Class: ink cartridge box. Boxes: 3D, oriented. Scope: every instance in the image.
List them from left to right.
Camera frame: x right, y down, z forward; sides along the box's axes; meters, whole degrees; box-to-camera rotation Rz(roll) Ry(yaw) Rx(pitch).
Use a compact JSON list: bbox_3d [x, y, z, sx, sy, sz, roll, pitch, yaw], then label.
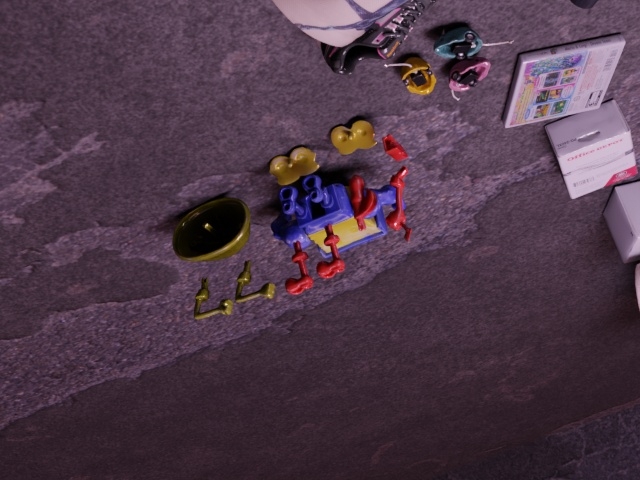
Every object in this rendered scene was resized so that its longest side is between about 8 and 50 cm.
[{"bbox_3d":[0.406,-0.135,1.624,0.109,0.063,0.150,-21,152,11],"label":"ink cartridge box"}]

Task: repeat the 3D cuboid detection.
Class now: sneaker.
[{"bbox_3d":[0.078,-0.244,1.227,0.178,0.077,0.072,-30,151,25],"label":"sneaker"}]

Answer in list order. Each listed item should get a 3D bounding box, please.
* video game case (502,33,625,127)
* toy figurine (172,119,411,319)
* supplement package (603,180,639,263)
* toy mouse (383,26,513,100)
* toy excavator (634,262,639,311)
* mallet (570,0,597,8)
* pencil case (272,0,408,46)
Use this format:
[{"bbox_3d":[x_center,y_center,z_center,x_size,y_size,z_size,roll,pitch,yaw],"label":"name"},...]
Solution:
[{"bbox_3d":[0.328,-0.215,1.480,0.143,0.019,0.157,-12,154,-6],"label":"video game case"},{"bbox_3d":[0.000,0.000,1.545,0.362,0.191,0.217,-25,157,20],"label":"toy figurine"},{"bbox_3d":[0.591,-0.046,1.846,0.179,0.105,0.105,-13,155,-5],"label":"supplement package"},{"bbox_3d":[0.171,-0.228,1.355,0.143,0.031,0.161,-26,152,20],"label":"toy mouse"},{"bbox_3d":[0.678,0.117,2.012,0.222,0.433,0.445,-12,124,28],"label":"toy excavator"},{"bbox_3d":[0.388,-0.320,1.299,0.190,0.039,0.062,-12,151,-17],"label":"mallet"},{"bbox_3d":[0.102,-0.339,0.973,0.410,0.183,0.160,-31,178,29],"label":"pencil case"}]
